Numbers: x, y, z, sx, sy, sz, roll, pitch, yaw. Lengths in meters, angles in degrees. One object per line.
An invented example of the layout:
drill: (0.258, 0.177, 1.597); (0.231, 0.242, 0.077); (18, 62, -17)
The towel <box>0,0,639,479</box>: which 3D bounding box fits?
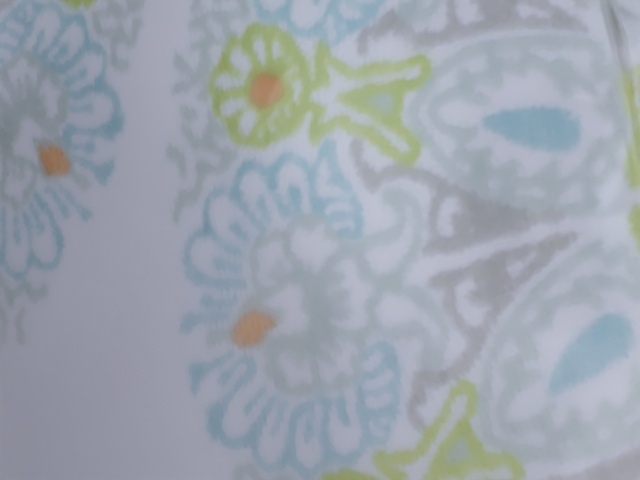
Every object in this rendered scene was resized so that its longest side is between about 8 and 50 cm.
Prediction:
towel: (0.000, 0.000, 0.526); (0.374, 0.090, 0.320); (-22, 74, 35)
